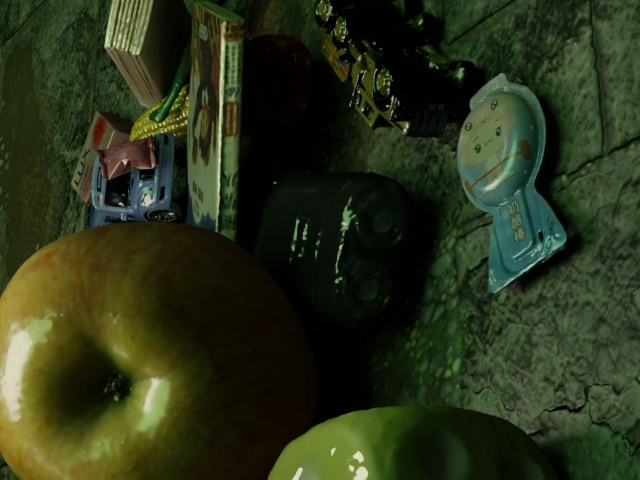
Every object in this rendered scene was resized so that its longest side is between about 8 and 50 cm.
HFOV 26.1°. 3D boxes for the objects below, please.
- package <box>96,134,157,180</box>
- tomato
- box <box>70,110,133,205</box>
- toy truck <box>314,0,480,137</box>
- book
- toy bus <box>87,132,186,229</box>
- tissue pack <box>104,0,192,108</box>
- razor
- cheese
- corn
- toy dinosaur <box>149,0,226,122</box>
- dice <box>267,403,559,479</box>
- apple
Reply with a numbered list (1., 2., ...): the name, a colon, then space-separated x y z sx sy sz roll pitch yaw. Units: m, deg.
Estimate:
1. package: -0.274 -0.117 1.965 0.029 0.083 0.059 79 177 -60
2. tomato: -0.056 -0.208 1.901 0.159 0.091 0.139 -20 70 45
3. box: -0.373 -0.140 2.399 0.111 0.060 0.156 41 111 57
4. toy truck: 0.082 -0.205 1.663 0.257 0.127 0.127 -125 42 -50
5. book: -0.148 -0.099 1.874 0.300 0.039 0.428 -134 46 -71
6. toy bus: -0.285 -0.056 2.094 0.292 0.133 0.126 121 152 -64
7. tissue pack: -0.261 -0.319 2.122 0.325 0.071 0.170 75 -152 -80
8. razor: 0.003 0.001 1.702 0.327 0.107 0.189 16 93 63
9. cheese: 0.200 -0.071 1.480 0.135 0.052 0.245 -41 45 42
10. corn: -0.202 -0.184 2.108 0.310 0.101 0.102 -25 57 51
11. toy dinosaur: -0.116 -0.396 2.022 0.447 0.087 0.301 -41 31 33
12. dice: 0.089 0.300 1.327 0.227 0.238 0.233 -36 49 47
13. apple: -0.203 0.163 1.620 0.346 0.391 0.392 -29 -40 -79
